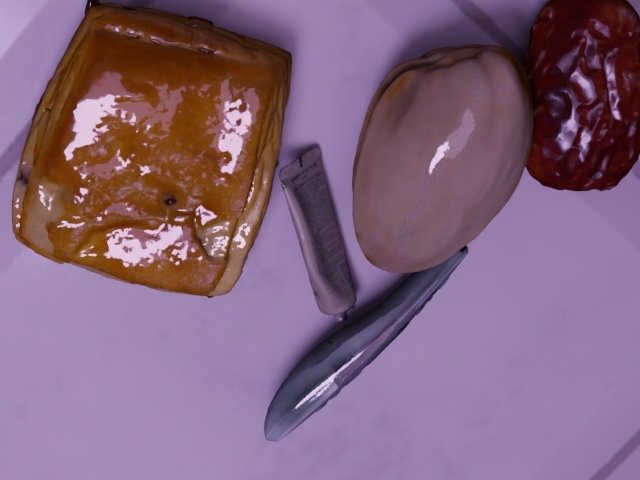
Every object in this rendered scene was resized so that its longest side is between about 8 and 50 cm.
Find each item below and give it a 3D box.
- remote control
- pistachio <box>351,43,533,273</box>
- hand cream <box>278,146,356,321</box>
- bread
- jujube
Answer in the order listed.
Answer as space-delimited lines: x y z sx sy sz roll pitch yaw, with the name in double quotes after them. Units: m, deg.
0.038 0.090 1.113 0.256 0.097 0.045 -43 90 5 "remote control"
0.101 -0.072 1.038 0.144 0.144 0.215 16 122 -15 "pistachio"
0.000 0.000 1.096 0.057 0.037 0.165 -37 121 -41 "hand cream"
-0.138 -0.072 1.016 0.210 0.099 0.235 15 107 -14 "bread"
0.229 -0.129 1.050 0.109 0.112 0.176 12 109 30 "jujube"
